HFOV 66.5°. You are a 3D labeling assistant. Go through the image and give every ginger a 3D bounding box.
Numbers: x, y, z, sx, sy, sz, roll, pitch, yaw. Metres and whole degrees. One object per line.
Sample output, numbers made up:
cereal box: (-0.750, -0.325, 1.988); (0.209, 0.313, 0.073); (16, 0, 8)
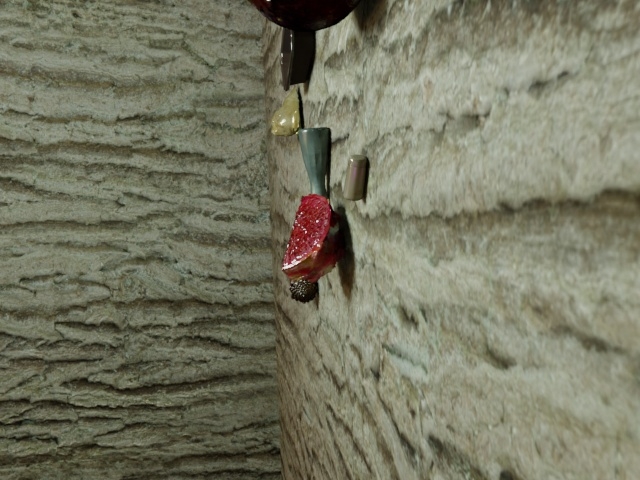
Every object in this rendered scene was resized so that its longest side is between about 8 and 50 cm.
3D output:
ginger: (-0.128, -0.476, 1.820); (0.115, 0.123, 0.193); (62, -155, -68)

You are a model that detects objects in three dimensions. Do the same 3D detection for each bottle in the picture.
bottle: (0.077, -0.137, 1.068); (0.045, 0.045, 0.096); (-111, 23, -56)

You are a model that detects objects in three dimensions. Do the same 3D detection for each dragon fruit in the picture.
dragon fruit: (0.012, 0.002, 1.276); (0.161, 0.126, 0.273); (53, -142, -42)

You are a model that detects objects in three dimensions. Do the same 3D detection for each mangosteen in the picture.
mangosteen: (-0.028, -0.562, 0.952); (0.297, 0.293, 0.297); (32, 150, 21)

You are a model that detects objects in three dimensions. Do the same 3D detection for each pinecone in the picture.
pinecone: (-0.052, 0.157, 1.664); (0.109, 0.102, 0.102); (-52, -27, -52)

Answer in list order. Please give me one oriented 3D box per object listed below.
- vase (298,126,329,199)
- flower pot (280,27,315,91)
vase: (-0.012, -0.215, 1.405); (0.086, 0.086, 0.213); (-133, 37, -72)
flower pot: (-0.074, -0.615, 1.587); (0.251, 0.084, 0.178); (112, 152, -66)
